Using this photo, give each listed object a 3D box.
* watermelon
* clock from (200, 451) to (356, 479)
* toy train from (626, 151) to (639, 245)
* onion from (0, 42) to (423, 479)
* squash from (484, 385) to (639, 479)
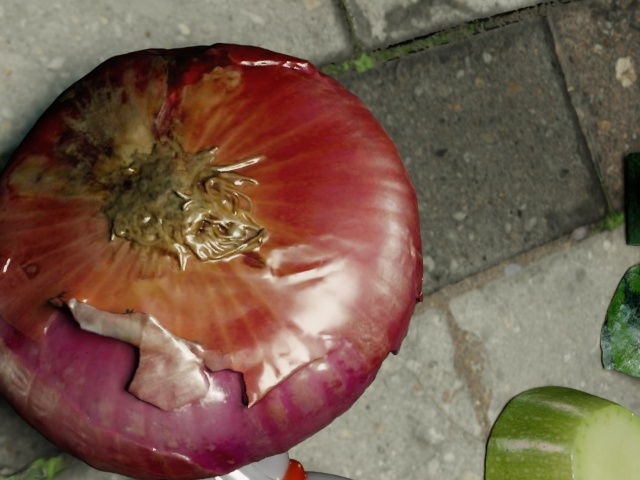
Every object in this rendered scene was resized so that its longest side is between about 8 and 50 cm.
[{"bbox_3d":[0.358,0.098,1.164,0.101,0.080,0.155,-3,87,7],"label":"watermelon"},{"bbox_3d":[-0.039,0.239,0.875,0.254,0.189,0.189,37,68,-6],"label":"clock"},{"bbox_3d":[0.520,-0.050,1.148,0.397,0.253,0.160,-2,91,-29],"label":"toy train"},{"bbox_3d":[-0.090,0.024,0.832,0.347,0.285,0.348,-4,64,8],"label":"onion"},{"bbox_3d":[0.260,0.226,1.058,0.170,0.123,0.170,6,75,-25],"label":"squash"}]
